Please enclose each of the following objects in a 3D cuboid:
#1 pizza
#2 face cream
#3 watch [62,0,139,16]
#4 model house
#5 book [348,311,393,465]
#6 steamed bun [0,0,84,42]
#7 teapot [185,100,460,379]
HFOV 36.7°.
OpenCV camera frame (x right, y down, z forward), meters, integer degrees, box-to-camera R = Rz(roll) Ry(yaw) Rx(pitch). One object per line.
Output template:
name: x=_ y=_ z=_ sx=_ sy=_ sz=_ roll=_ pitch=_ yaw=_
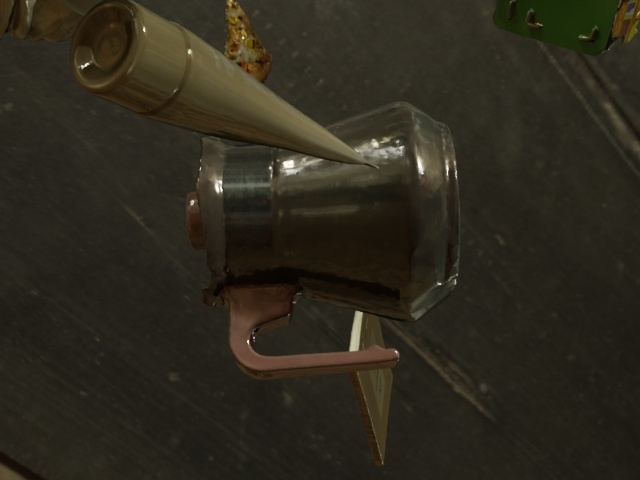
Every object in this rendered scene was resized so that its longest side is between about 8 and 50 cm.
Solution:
pizza: x=-0.135 y=-0.362 z=1.774 sx=0.184 sy=0.036 sz=0.176 roll=-29 pitch=112 yaw=-66
face cream: x=-0.081 y=-0.126 z=0.905 sx=0.341 sy=0.137 sz=0.084 roll=19 pitch=90 yaw=-56
watch: x=-0.188 y=-0.315 z=0.806 sx=0.211 sy=0.211 sz=0.193 roll=40 pitch=70 yaw=-30
model house: x=0.520 y=-0.553 z=1.806 sx=0.313 sy=0.242 sz=0.358 roll=-24 pitch=129 yaw=-51
book: x=0.096 y=0.246 z=1.810 sx=0.217 sy=0.021 sz=0.310 roll=-79 pitch=161 yaw=-45
steamed bun: x=-0.407 y=-0.376 z=1.358 sx=0.207 sy=0.268 sz=0.280 roll=46 pitch=33 yaw=-10
teapot: x=0.000 y=0.000 z=1.320 sx=0.361 sy=0.305 sz=0.376 roll=-3 pitch=67 yaw=1
